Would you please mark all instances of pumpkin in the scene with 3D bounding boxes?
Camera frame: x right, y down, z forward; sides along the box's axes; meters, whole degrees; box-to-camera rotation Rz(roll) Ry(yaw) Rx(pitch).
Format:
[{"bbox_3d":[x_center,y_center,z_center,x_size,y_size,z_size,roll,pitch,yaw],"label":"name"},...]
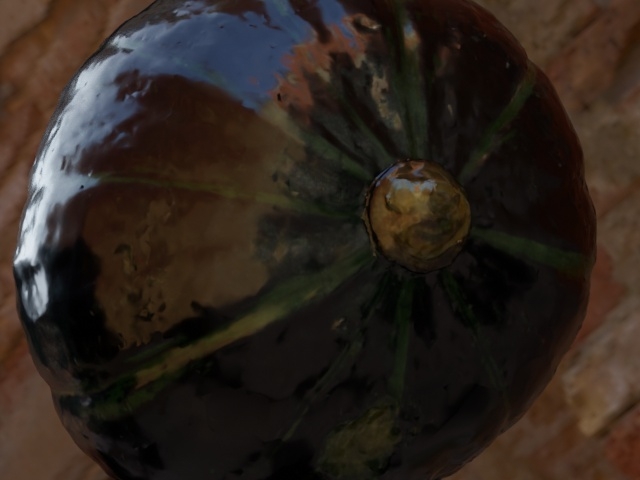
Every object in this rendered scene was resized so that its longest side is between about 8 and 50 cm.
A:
[{"bbox_3d":[0.000,0.000,0.875,0.315,0.315,0.238,-32,6,-19],"label":"pumpkin"}]
